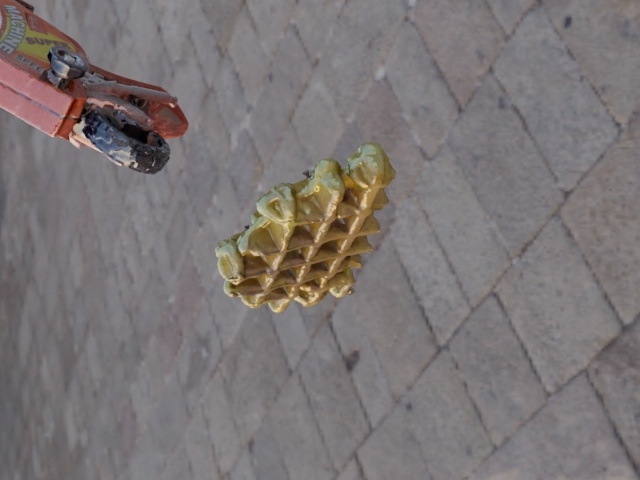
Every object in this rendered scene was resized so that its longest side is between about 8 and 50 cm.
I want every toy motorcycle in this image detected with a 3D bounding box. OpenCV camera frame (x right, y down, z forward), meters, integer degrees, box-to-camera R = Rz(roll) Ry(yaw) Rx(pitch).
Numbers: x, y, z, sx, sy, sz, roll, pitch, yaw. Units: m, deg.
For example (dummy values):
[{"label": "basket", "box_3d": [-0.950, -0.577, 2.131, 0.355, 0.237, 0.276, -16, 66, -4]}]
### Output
[{"label": "toy motorcycle", "box_3d": [-0.272, -0.165, 0.953, 0.089, 0.298, 0.171, -57, 11, 15]}]

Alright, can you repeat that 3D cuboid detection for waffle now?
[{"label": "waffle", "box_3d": [0.000, 0.000, 0.740, 0.161, 0.192, 0.046, -30, 66, 9]}]
